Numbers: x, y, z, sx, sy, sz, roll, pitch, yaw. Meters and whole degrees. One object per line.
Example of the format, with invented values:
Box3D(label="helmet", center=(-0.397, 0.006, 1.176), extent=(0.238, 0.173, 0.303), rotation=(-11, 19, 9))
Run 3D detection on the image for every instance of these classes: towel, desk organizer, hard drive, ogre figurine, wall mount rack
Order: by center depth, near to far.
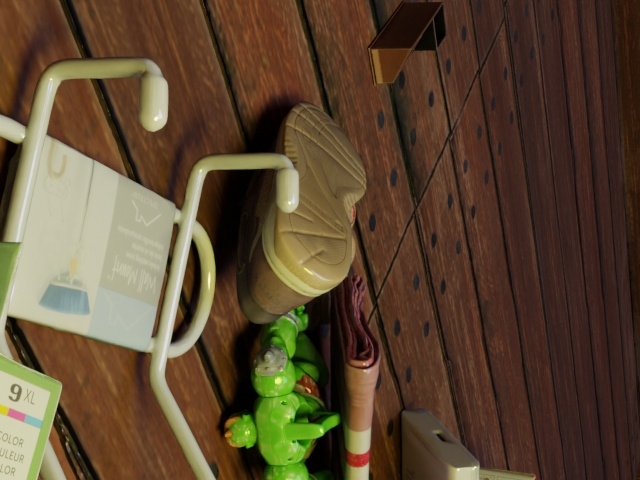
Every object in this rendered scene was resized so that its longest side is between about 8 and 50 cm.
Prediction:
Box3D(label="wall mount rack", center=(-0.115, 0.058, 0.771), extent=(0.350, 0.131, 0.304), rotation=(31, 65, -64))
Box3D(label="ogre figurine", center=(-0.027, 0.152, 1.042), extent=(0.118, 0.097, 0.197), rotation=(-27, 130, -77))
Box3D(label="towel", center=(0.033, 0.220, 1.129), extent=(0.237, 0.037, 0.328), rotation=(-97, -174, -72))
Box3D(label="desk organizer", center=(0.101, -0.226, 1.340), extent=(0.130, 0.050, 0.047), rotation=(-58, 144, -49))
Box3D(label="hard drive", center=(0.141, 0.379, 1.407), extent=(0.203, 0.040, 0.307), rotation=(-141, -132, -73))

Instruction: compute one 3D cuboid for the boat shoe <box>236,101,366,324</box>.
Box3D(label="boat shoe", center=(-0.025, -0.030, 1.022), extent=(0.103, 0.092, 0.285), rotation=(42, 25, -20))

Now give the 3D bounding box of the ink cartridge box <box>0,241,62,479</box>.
Box3D(label="ink cartridge box", center=(-0.202, 0.107, 0.596), extent=(0.062, 0.109, 0.209), rotation=(40, 56, -57))

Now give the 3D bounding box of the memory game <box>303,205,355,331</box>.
Box3D(label="memory game", center=(0.000, 0.000, 1.185), extent=(0.186, 0.012, 0.186), rotation=(3, 90, -67))

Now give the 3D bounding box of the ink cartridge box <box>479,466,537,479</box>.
Box3D(label="ink cartridge box", center=(0.236, 0.519, 1.671), extent=(0.271, 0.130, 0.309), rotation=(65, 36, -50))
